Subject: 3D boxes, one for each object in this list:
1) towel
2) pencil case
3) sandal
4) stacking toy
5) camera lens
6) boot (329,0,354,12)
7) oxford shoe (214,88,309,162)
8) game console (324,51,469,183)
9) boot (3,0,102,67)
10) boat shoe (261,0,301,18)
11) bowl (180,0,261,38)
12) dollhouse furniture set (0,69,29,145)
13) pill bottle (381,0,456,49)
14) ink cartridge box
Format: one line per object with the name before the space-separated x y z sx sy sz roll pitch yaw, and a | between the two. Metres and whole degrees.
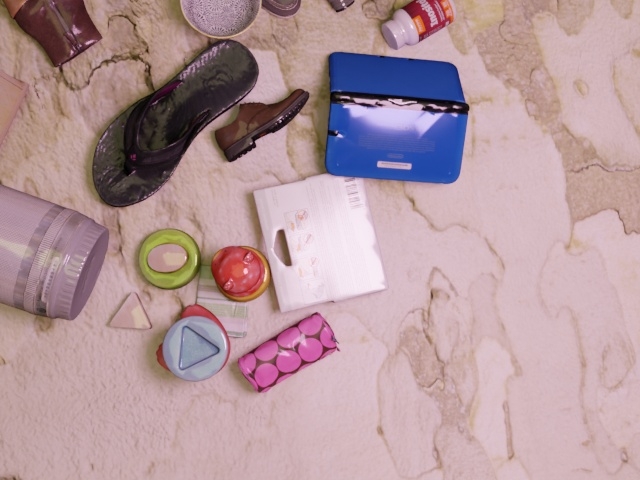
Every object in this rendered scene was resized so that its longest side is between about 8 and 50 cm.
towel | -0.209 0.131 1.617 0.113 0.023 0.152 5 87 -6
pencil case | -0.066 0.241 1.596 0.209 0.095 0.098 -29 107 -4
sandal | -0.315 -0.259 1.581 0.167 0.107 0.445 43 84 -3
stacking toy | -0.276 0.118 1.542 0.280 0.130 0.308 24 84 2
camera lens | -0.584 0.021 1.484 0.274 0.219 0.219 20 86 -4
boot | 0.057 -0.634 1.637 0.161 0.083 0.246 31 94 -30
oxford shoe | -0.127 -0.269 1.615 0.227 0.083 0.096 -34 86 -7
game console | 0.157 -0.268 1.640 0.293 0.173 0.250 4 106 -5
boot | -0.527 -0.513 1.598 0.248 0.090 0.207 -39 104 -7
boat shoe | -0.148 -0.635 1.621 0.112 0.095 0.335 -30 91 -6
bowl | -0.211 -0.495 1.612 0.170 0.080 0.170 1 80 -5
dollhouse furniture set | -0.842 -0.345 1.513 0.394 0.256 0.362 22 84 17
pill bottle | 0.215 -0.482 1.656 0.152 0.086 0.086 -33 91 -6
ink cartridge box | 0.000 0.000 1.626 0.239 0.060 0.275 -13 88 -6
